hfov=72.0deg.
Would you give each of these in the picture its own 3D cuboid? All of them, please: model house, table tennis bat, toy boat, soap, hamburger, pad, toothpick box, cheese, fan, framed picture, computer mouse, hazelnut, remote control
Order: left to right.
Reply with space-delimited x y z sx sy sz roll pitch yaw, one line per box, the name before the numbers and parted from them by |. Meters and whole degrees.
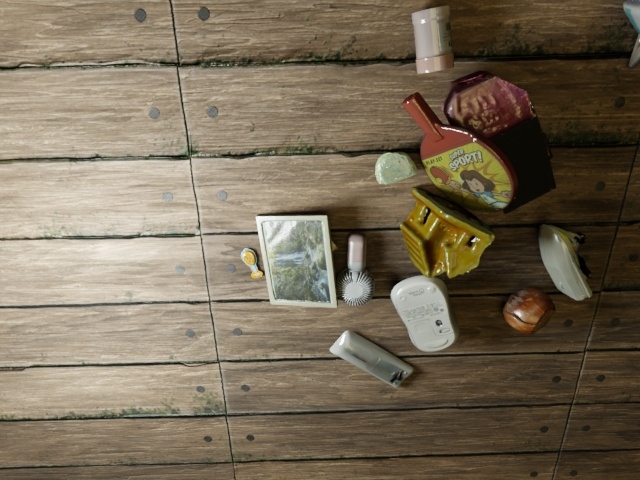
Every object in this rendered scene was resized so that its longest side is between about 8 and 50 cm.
cheese | -0.224 0.074 1.439 0.047 0.017 0.111 -17 113 9
framed picture | -0.072 0.068 1.403 0.241 0.020 0.324 2 114 17
fan | 0.116 0.095 1.428 0.130 0.074 0.244 5 108 9
remote control | 0.186 0.434 1.576 0.313 0.055 0.109 32 109 -14
hamburger | 0.216 -0.220 1.304 0.121 0.054 0.084 -19 114 15
computer mouse | 0.352 0.230 1.457 0.184 0.121 0.296 -22 108 21
toothpick box | 0.294 -0.522 1.150 0.099 0.098 0.148 -10 112 3
model house | 0.356 0.006 1.317 0.174 0.268 0.239 12 115 -28
table tennis bat | 0.370 -0.232 1.209 0.414 0.268 0.051 46 68 -17
soap | 0.482 -0.320 1.227 0.220 0.127 0.324 -30 109 9
pad | 0.546 -0.199 1.208 0.164 0.004 0.243 -28 121 9
hazelnut | 0.691 0.230 1.466 0.143 0.143 0.154 33 101 -14
toy boat | 0.779 0.054 1.387 0.141 0.140 0.269 -19 110 7

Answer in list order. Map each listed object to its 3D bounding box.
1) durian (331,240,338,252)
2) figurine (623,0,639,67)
durian | -0.005 0.006 1.385 0.130 0.066 0.052 30 70 13
figurine | 0.894 -0.627 1.100 0.362 0.266 0.377 -17 149 -21
